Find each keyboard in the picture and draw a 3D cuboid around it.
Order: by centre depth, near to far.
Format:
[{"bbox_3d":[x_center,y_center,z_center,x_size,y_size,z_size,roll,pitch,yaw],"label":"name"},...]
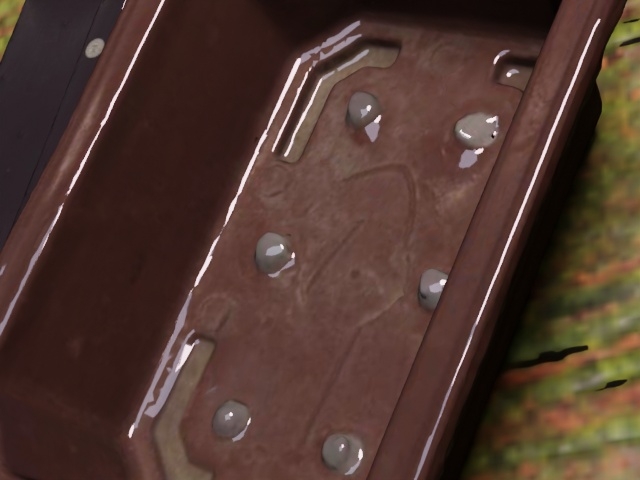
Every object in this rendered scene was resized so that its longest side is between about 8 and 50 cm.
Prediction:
[{"bbox_3d":[-0.120,-0.020,0.628,0.072,0.023,0.231,2,65,38],"label":"keyboard"}]

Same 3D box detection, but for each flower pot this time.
[{"bbox_3d":[0.000,0.000,0.511,0.179,0.084,0.250,13,71,34],"label":"flower pot"}]
